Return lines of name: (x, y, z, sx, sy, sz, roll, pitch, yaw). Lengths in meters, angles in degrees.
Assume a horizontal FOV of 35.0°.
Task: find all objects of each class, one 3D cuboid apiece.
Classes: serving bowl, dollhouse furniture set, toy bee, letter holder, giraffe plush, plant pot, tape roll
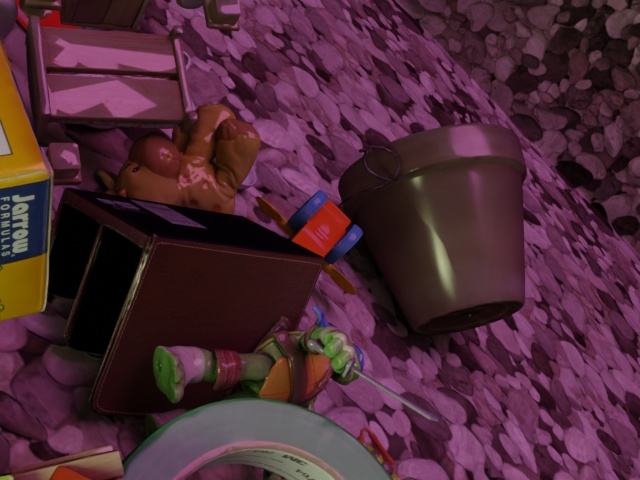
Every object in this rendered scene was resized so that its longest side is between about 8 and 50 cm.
serving bowl: (-0.140, -0.110, 1.583, 0.083, 0.027, 0.083, 35, 29, -23)
dollhouse furniture set: (-0.246, -0.213, 1.359, 0.303, 0.174, 0.355, -1, 69, -26)
toy bee: (0.000, 0.000, 1.545, 0.298, 0.162, 0.195, -22, 79, -36)
letter holder: (-0.170, 0.079, 1.184, 0.152, 0.214, 0.302, 26, 10, 34)
giraffe plush: (-0.199, -0.083, 1.356, 0.170, 0.181, 0.210, 2, 85, -42)
plant pot: (0.213, 0.000, 1.703, 0.323, 0.323, 0.280, 10, 63, -51)
tape roll: (-0.062, 0.309, 0.926, 0.321, 0.077, 0.321, 10, 64, -22)

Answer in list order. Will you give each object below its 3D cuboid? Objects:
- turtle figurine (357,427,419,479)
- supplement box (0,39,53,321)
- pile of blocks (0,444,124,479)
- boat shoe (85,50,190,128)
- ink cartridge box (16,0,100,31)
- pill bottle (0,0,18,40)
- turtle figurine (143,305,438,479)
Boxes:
turtle figurine: (0.117, 0.357, 1.273, 0.269, 0.087, 0.217, 53, 27, 10)
supplement box: (-0.401, -0.033, 0.752, 0.357, 0.195, 0.194, -13, 59, -24)
pile of blocks: (-0.306, 0.196, 0.750, 0.362, 0.112, 0.149, 16, 74, -15)
boat shoe: (-0.278, -0.239, 1.475, 0.098, 0.096, 0.277, 49, 27, -2)
ink cartridge box: (-0.437, -0.435, 1.550, 0.275, 0.060, 0.239, 49, 26, 2)
pill bottle: (-0.484, -0.351, 1.299, 0.215, 0.117, 0.117, 56, 28, 17)
turtle figurine: (-0.037, 0.188, 1.093, 0.266, 0.198, 0.274, -3, 63, -28)
